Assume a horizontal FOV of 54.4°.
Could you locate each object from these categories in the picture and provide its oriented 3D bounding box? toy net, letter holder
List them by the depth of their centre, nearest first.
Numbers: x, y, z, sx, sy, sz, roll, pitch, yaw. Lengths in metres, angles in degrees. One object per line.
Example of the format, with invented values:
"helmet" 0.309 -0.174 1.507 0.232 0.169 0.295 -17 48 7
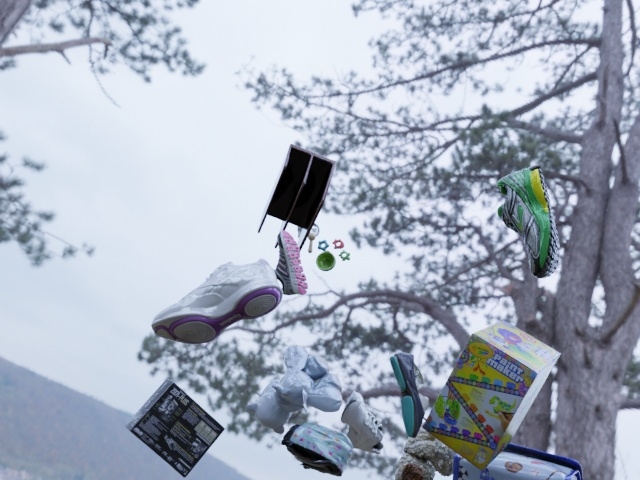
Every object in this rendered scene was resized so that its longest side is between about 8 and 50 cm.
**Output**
"letter holder" -0.087 -0.098 1.897 0.151 0.214 0.302 21 -46 -7
"toy net" 0.000 0.000 2.146 0.232 0.122 0.045 54 -3 25

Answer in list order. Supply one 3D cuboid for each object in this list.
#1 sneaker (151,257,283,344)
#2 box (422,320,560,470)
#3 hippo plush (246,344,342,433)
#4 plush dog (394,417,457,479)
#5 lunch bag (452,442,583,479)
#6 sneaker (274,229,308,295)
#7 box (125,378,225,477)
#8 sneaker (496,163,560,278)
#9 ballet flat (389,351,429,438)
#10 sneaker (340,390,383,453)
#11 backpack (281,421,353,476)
"sneaker" -0.236 0.136 1.417 0.305 0.152 0.114 -20 -46 0
"box" 0.442 0.379 1.584 0.177 0.279 0.290 32 15 27
"hippo plush" -0.081 0.508 1.954 0.234 0.294 0.237 36 -67 -5
"plush dog" 0.321 0.716 2.029 0.210 0.225 0.262 27 -28 26
"lunch bag" 0.585 0.728 1.824 0.327 0.239 0.385 4 -11 30
"sneaker" -0.088 0.061 1.547 0.074 0.171 0.063 -20 -11 26
"box" -0.350 0.450 1.502 0.180 0.147 0.077 46 -22 -14
"sneaker" 0.589 -0.045 1.768 0.146 0.344 0.134 -16 -34 23
"ballet flat" 0.223 0.366 1.495 0.074 0.203 0.074 -11 -16 -3
"sneaker" 0.149 0.607 2.075 0.129 0.111 0.297 13 -40 27
"backpack" -0.001 0.591 1.768 0.182 0.115 0.152 5 -36 39
